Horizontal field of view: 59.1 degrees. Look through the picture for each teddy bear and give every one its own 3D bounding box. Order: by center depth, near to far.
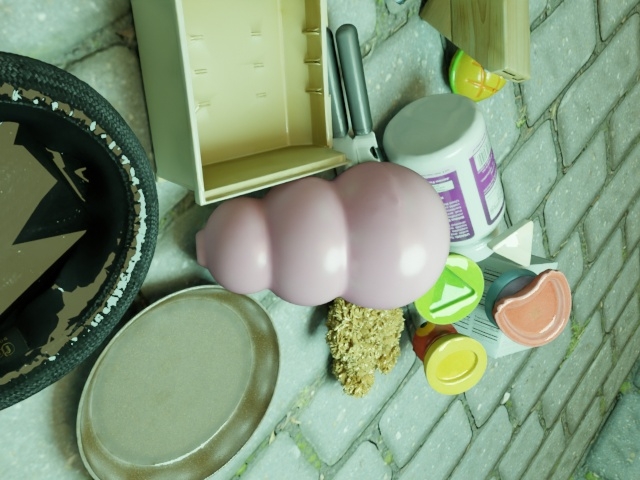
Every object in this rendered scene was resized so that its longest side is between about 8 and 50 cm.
[{"bbox_3d":[0.093,0.122,0.991,0.245,0.113,0.337,-7,109,-45],"label":"teddy bear"}]

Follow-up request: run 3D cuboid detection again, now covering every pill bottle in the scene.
[{"bbox_3d":[0.233,-0.095,1.006,0.169,0.169,0.301,-50,136,-19],"label":"pill bottle"}]

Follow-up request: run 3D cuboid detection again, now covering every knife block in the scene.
[{"bbox_3d":[0.285,-0.425,0.903,0.088,0.275,0.242,-1,134,-44],"label":"knife block"}]

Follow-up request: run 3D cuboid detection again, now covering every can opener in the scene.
[{"bbox_3d":[0.046,-0.192,0.878,0.093,0.074,0.280,-72,152,-53],"label":"can opener"}]

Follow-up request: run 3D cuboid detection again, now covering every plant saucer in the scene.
[{"bbox_3d":[-0.190,0.205,0.788,0.311,0.050,0.310,-17,115,-40],"label":"plant saucer"}]

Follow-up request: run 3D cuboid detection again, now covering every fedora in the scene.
[{"bbox_3d":[-0.323,-0.009,0.509,0.334,0.153,0.333,-17,115,-40],"label":"fedora"}]

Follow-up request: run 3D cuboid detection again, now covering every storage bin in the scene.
[{"bbox_3d":[-0.082,-0.210,0.696,0.260,0.123,0.262,-21,117,-38],"label":"storage bin"}]

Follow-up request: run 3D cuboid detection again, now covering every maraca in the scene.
[{"bbox_3d":[0.311,-0.335,1.038,0.185,0.099,0.127,-45,132,1],"label":"maraca"}]

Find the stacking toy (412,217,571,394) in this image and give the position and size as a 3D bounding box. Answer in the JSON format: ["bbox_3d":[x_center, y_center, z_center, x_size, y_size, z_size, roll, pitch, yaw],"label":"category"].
[{"bbox_3d":[0.291,0.104,1.065,0.309,0.130,0.279,-25,112,-4],"label":"stacking toy"}]

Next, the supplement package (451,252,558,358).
[{"bbox_3d":[0.397,0.129,1.258,0.194,0.149,0.203,-1,104,-44],"label":"supplement package"}]

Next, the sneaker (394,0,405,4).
[{"bbox_3d":[0.146,-0.484,0.864,0.086,0.085,0.237,15,97,-20],"label":"sneaker"}]

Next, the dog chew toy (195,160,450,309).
[{"bbox_3d":[0.000,0.000,0.769,0.332,0.206,0.206,-5,110,-10],"label":"dog chew toy"}]
